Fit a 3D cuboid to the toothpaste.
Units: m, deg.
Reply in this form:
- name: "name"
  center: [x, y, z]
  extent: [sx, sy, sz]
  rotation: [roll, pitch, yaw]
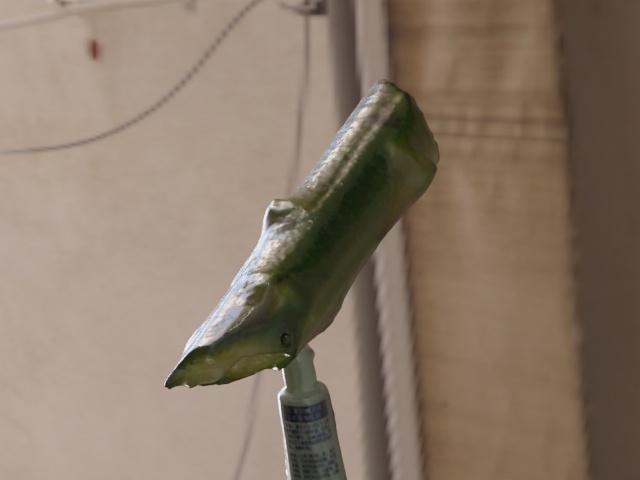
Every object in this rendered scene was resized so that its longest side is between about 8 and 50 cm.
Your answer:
- name: "toothpaste"
  center: [-0.003, 0.176, 1.405]
  extent: [0.037, 0.062, 0.216]
  rotation: [-61, -37, -68]

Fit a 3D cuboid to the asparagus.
- name: "asparagus"
  center: [-0.001, 0.001, 1.303]
  extent: [0.085, 0.082, 0.343]
  rotation: [34, -136, 0]
